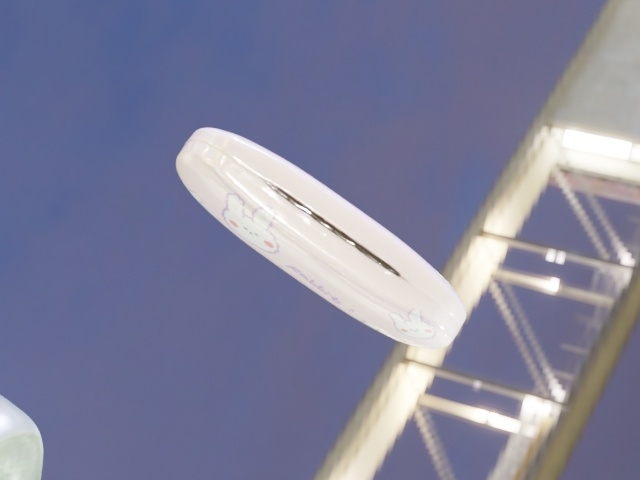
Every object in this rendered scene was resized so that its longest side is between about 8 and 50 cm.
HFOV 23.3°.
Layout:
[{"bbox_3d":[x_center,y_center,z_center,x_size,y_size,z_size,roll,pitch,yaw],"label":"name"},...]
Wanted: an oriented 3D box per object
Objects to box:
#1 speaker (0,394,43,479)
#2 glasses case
[{"bbox_3d":[-0.391,0.202,1.058,0.406,0.184,0.183,-21,-52,-49],"label":"speaker"},{"bbox_3d":[0.000,0.000,1.391,0.075,0.297,0.113,-57,4,-15],"label":"glasses case"}]
